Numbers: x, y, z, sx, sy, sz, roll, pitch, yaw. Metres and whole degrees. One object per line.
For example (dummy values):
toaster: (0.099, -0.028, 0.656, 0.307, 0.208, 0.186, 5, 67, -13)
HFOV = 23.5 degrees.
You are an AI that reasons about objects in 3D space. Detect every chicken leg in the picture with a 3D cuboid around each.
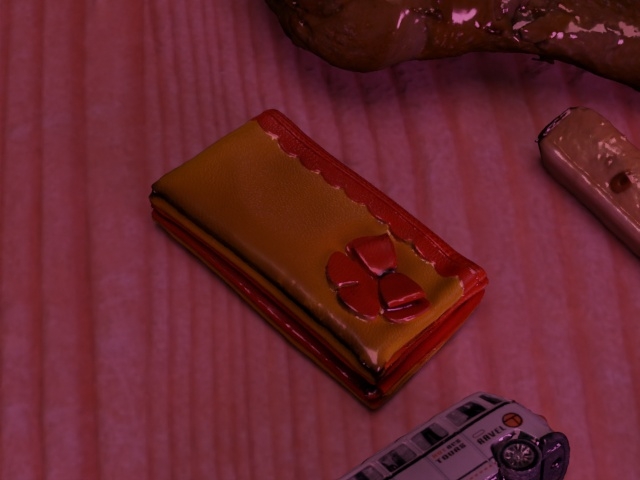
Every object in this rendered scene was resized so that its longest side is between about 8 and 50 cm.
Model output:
chicken leg: (0.134, -0.203, 1.260, 0.429, 0.153, 0.201, 15, 47, -1)

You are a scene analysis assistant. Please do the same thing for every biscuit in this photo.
biscuit: (0.246, -0.027, 1.192, 0.056, 0.052, 0.188, -38, 63, -11)

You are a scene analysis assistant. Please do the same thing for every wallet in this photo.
wallet: (0.000, 0.000, 1.152, 0.241, 0.067, 0.141, 39, 60, 23)

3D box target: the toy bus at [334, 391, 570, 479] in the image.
toy bus: (0.073, 0.174, 1.023, 0.194, 0.087, 0.089, -31, 52, -20)
